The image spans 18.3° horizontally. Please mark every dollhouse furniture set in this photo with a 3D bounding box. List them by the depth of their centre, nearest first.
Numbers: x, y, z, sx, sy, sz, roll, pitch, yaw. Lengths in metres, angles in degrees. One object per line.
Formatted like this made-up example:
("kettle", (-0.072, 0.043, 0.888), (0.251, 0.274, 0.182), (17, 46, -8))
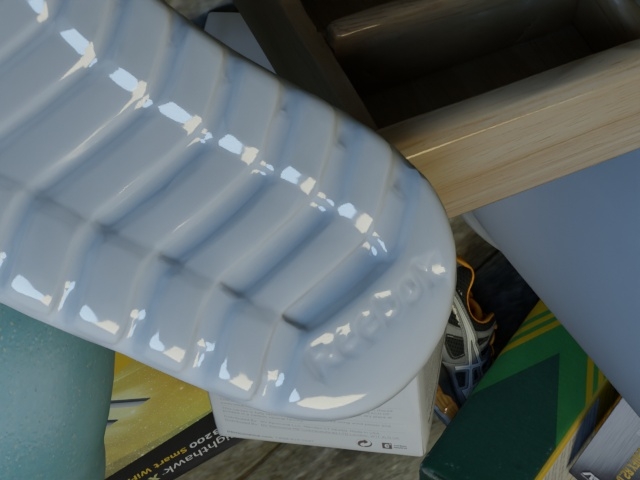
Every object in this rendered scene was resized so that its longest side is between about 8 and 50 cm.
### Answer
("dollhouse furniture set", (0.047, -0.229, 0.814), (0.362, 0.256, 0.394), (-20, 148, -16))

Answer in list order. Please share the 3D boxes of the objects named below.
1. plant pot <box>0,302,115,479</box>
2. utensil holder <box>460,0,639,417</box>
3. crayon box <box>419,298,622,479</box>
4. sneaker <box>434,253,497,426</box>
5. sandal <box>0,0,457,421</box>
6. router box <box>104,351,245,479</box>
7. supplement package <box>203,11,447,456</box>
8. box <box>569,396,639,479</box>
("plant pot", (-0.223, 0.000, 0.917), (0.293, 0.293, 0.196), (1, 109, -43))
("utensil holder", (0.272, -0.028, 1.104), (0.327, 0.385, 0.328), (-12, 127, -16))
("crayon box", (0.191, 0.123, 1.524), (0.323, 0.083, 0.203), (-50, 157, -27))
("sneaker", (0.097, 0.080, 1.471), (0.083, 0.084, 0.215), (-42, 151, -5))
("sandal", (-0.136, -0.058, 0.785), (0.169, 0.416, 0.102), (-55, -167, -11))
("router box", (-0.209, 0.116, 1.241), (0.309, 0.081, 0.243), (-29, 149, -5))
("supplement package", (0.000, 0.000, 1.156), (0.133, 0.139, 0.244), (5, 142, 10))
("box", (0.283, 0.066, 1.416), (0.231, 0.056, 0.183), (-47, 169, -35))
